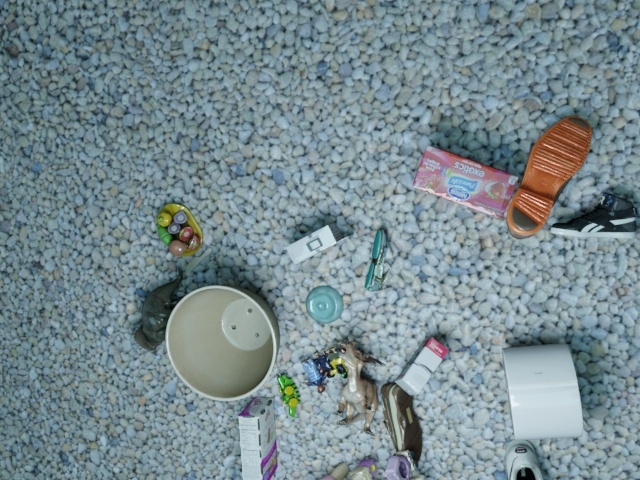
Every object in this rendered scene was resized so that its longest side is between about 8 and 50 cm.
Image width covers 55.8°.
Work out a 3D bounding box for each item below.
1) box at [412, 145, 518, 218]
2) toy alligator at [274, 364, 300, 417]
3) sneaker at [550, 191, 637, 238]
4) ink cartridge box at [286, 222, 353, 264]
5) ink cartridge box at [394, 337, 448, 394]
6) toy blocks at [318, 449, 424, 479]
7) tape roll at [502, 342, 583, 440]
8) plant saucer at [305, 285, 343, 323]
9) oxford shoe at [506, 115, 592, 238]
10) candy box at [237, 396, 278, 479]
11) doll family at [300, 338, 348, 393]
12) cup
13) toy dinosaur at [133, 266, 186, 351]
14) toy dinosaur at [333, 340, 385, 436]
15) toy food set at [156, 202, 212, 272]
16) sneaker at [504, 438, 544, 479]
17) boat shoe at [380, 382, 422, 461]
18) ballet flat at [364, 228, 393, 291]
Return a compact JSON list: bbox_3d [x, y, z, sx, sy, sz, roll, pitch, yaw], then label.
[{"bbox_3d":[0.393,-0.161,1.650,0.257,0.128,0.122,21,101,10],"label":"box"},{"bbox_3d":[-0.100,0.454,1.882,0.051,0.056,0.190,-20,91,-27],"label":"toy alligator"},{"bbox_3d":[0.727,-0.069,1.615,0.217,0.079,0.121,2,94,5],"label":"sneaker"},{"bbox_3d":[0.000,0.000,1.775,0.180,0.104,0.060,-28,89,14],"label":"ink cartridge box"},{"bbox_3d":[0.285,0.358,1.717,0.063,0.109,0.150,38,73,6],"label":"ink cartridge box"},{"bbox_3d":[0.136,0.797,1.713,0.309,0.260,0.288,-25,90,36],"label":"toy blocks"},{"bbox_3d":[0.585,0.402,1.613,0.169,0.246,0.246,-8,95,15],"label":"tape roll"},{"bbox_3d":[0.010,0.197,1.838,0.119,0.021,0.119,2,97,13],"label":"plant saucer"},{"bbox_3d":[0.597,-0.167,1.615,0.130,0.133,0.364,32,84,15],"label":"oxford shoe"},{"bbox_3d":[-0.191,0.622,1.865,0.071,0.159,0.233,-1,96,12],"label":"candy box"},{"bbox_3d":[0.032,0.385,1.833,0.193,0.076,0.111,-27,94,20],"label":"doll family"},{"bbox_3d":[-0.256,0.275,1.799,0.331,0.237,0.331,2,97,13],"label":"cup"},{"bbox_3d":[-0.507,0.237,1.916,0.160,0.121,0.313,12,103,-2],"label":"toy dinosaur"},{"bbox_3d":[0.124,0.441,1.778,0.127,0.200,0.296,6,140,17],"label":"toy dinosaur"},{"bbox_3d":[-0.443,-0.014,1.894,0.128,0.071,0.218,-35,88,15],"label":"toy food set"},{"bbox_3d":[0.592,0.747,1.705,0.122,0.146,0.330,-17,94,13],"label":"sneaker"},{"bbox_3d":[0.234,0.546,1.804,0.095,0.095,0.257,-3,98,48],"label":"boat shoe"},{"bbox_3d":[0.178,0.059,1.769,0.070,0.070,0.188,15,102,11],"label":"ballet flat"}]
